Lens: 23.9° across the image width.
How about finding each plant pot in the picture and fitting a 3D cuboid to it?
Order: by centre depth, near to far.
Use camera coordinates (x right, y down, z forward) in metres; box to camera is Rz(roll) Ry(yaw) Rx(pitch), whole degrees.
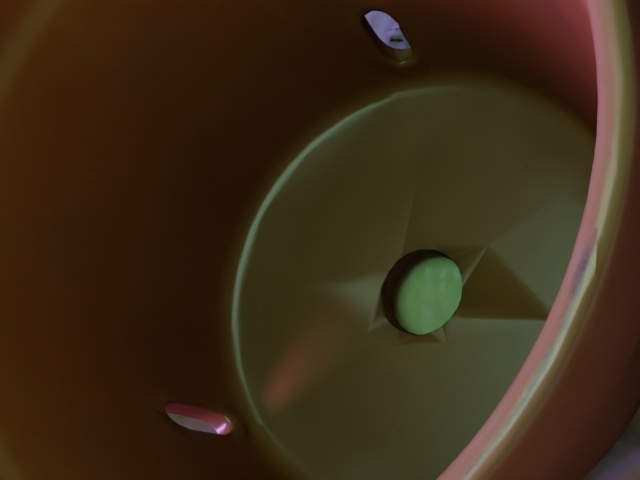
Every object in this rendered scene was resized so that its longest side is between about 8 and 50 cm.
[{"bbox_3d":[0.000,0.000,0.539,0.291,0.203,0.290,-10,70,27],"label":"plant pot"}]
